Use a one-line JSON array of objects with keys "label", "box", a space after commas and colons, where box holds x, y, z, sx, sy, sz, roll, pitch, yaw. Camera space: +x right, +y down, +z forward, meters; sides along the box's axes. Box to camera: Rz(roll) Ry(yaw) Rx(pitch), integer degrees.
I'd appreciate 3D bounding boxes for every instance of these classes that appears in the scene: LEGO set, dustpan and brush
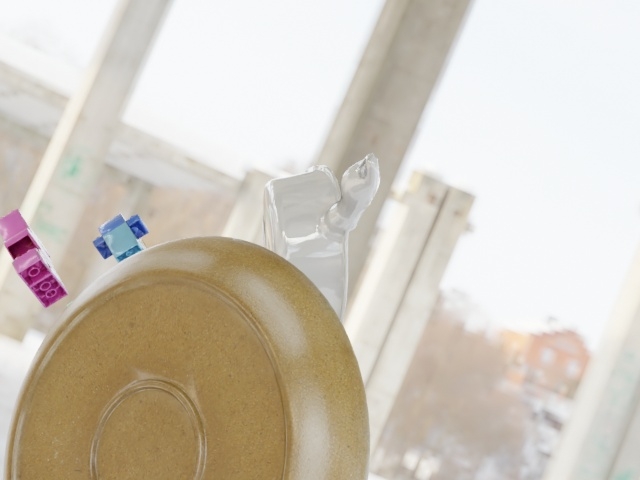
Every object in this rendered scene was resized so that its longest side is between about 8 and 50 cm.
[{"label": "LEGO set", "box": [-0.152, 0.029, 1.310, 0.093, 0.087, 0.227, 56, -3, 37]}, {"label": "dustpan and brush", "box": [0.000, 0.000, 1.115, 0.060, 0.147, 0.211, -4, -24, -5]}]

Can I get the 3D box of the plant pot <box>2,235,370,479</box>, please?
[{"label": "plant pot", "box": [-0.081, 0.110, 0.910, 0.236, 0.236, 0.032, 18, -1, 38]}]
